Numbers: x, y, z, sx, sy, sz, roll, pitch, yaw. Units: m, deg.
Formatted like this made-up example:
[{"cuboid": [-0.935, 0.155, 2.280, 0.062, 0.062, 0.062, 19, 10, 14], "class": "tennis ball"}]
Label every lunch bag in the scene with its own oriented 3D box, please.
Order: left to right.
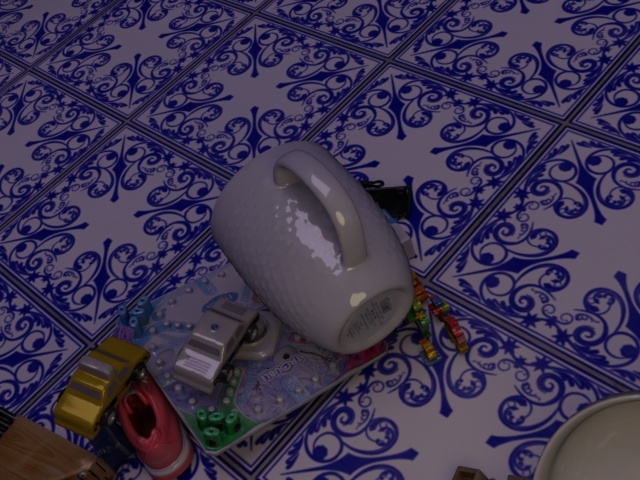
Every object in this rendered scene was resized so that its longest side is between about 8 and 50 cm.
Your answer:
[{"cuboid": [-0.388, 0.366, 1.531, 0.065, 0.067, 0.098, -38, 49, -15], "class": "lunch bag"}]

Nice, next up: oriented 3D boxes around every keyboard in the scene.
[{"cuboid": [0.107, -0.086, 1.780, 0.180, 0.023, 0.108, -4, 57, 14], "class": "keyboard"}]

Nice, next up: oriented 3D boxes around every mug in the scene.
[{"cuboid": [0.000, 0.000, 1.431, 0.276, 0.374, 0.328, -29, 57, -17], "class": "mug"}]

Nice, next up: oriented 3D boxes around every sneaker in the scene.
[{"cuboid": [-0.326, 0.286, 1.532, 0.116, 0.136, 0.313, -29, 48, -7], "class": "sneaker"}]

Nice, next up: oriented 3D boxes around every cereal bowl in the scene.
[{"cuboid": [0.471, 0.368, 1.137, 0.339, 0.141, 0.338, 0, 91, 28], "class": "cereal bowl"}]

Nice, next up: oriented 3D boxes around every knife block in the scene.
[{"cuboid": [-0.534, 0.385, 1.550, 0.276, 0.088, 0.242, -21, 48, 1], "class": "knife block"}]

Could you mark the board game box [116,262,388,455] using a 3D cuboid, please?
[{"cuboid": [-0.138, 0.168, 1.568, 0.390, 0.050, 0.390, -27, 47, -23], "class": "board game box"}]

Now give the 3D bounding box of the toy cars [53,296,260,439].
[{"cuboid": [-0.278, 0.200, 1.429, 0.394, 0.087, 0.176, -19, 52, -16], "class": "toy cars"}]

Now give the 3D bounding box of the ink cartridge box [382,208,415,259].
[{"cuboid": [0.084, 0.028, 1.663, 0.181, 0.061, 0.104, -30, 48, -9], "class": "ink cartridge box"}]

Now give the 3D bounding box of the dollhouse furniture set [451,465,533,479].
[{"cuboid": [0.257, 0.456, 1.250, 0.161, 0.101, 0.181, -4, 46, 48], "class": "dollhouse furniture set"}]

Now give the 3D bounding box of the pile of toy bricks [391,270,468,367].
[{"cuboid": [0.176, 0.127, 1.520, 0.118, 0.105, 0.212, -27, 48, -5], "class": "pile of toy bricks"}]

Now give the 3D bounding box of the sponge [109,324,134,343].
[{"cuboid": [-0.414, 0.251, 1.569, 0.210, 0.031, 0.117, -40, 36, 46], "class": "sponge"}]
